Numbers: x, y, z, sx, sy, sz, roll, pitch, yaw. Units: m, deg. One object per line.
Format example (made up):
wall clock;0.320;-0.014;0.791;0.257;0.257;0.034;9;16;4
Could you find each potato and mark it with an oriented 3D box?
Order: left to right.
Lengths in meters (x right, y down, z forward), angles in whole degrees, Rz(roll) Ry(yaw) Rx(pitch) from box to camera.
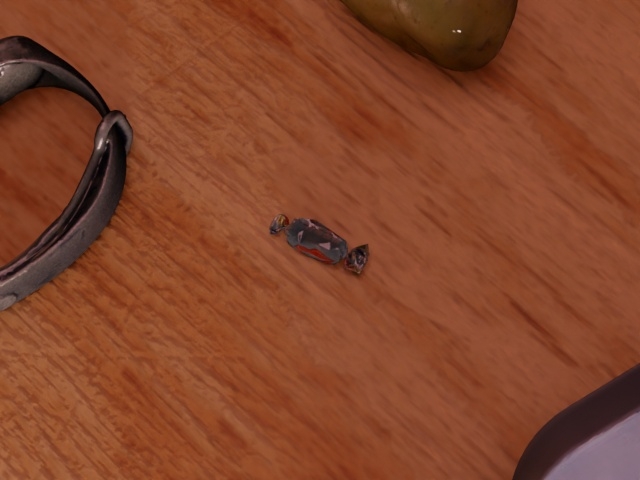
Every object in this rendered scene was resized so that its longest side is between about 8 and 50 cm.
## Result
potato;0.085;-0.226;1.080;0.157;0.157;0.194;-26;69;-6

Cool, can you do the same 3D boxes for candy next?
candy;0.000;-0.001;1.071;0.083;0.020;0.030;27;74;15

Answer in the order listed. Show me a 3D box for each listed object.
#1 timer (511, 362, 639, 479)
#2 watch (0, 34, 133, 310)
timer;0.331;0.211;0.815;0.395;0.173;0.395;0;92;7
watch;-0.248;-0.055;1.087;0.206;0.068;0.193;-30;74;-3
